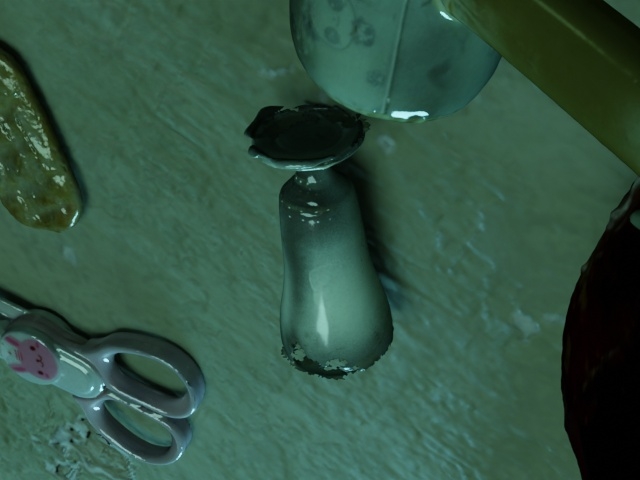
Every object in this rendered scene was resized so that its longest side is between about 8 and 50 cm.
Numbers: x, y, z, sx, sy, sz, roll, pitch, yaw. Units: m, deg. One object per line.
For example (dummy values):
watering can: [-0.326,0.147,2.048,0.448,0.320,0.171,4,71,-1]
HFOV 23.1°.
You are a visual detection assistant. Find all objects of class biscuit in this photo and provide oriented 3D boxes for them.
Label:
biscuit: [-0.198,-0.065,1.002,0.071,0.018,0.147,1,126,33]

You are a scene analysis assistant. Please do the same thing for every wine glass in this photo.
wine glass: [0.000,0.000,0.899,0.072,0.072,0.155,11,131,24]

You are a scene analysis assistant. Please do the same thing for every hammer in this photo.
hammer: [0.095,-0.087,0.654,0.305,0.113,0.202,51,150,35]

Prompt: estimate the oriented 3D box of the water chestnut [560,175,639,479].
water chestnut: [0.230,0.077,0.696,0.289,0.244,0.289,18,132,21]

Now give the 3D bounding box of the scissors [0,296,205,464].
scissors: [-0.196,0.076,1.114,0.242,0.030,0.118,27,135,6]
